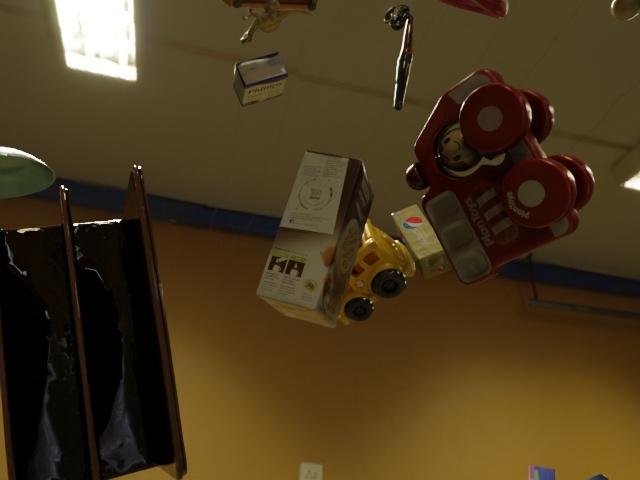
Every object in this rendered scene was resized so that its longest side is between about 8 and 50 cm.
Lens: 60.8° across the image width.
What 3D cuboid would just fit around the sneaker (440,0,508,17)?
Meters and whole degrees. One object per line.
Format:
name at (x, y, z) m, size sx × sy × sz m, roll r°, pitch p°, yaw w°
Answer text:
sneaker at (0.106, -0.284, 0.409) m, size 0.103 × 0.111 × 0.252 m, roll 32°, pitch 4°, yaw 30°

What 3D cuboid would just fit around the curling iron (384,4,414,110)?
curling iron at (0.170, -0.395, 1.176) m, size 0.068 × 0.274 × 0.035 m, roll 5°, pitch -21°, yaw -3°

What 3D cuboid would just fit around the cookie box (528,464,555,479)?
cookie box at (0.336, 0.416, 0.832) m, size 0.040 × 0.092 × 0.107 m, roll 2°, pitch -57°, yaw 19°

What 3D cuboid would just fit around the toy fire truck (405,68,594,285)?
toy fire truck at (0.265, -0.103, 0.882) m, size 0.254 × 0.302 × 0.169 m, roll -33°, pitch -10°, yaw 36°

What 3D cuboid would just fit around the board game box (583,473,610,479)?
board game box at (0.494, 0.526, 0.861) m, size 0.042 × 0.243 × 0.165 m, roll -11°, pitch 11°, yaw -16°

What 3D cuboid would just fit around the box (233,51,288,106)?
box at (-0.168, -0.444, 1.513) m, size 0.126 × 0.072 × 0.137 m, roll -21°, pitch -6°, yaw -15°

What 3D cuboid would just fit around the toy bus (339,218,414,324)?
toy bus at (0.072, 0.058, 1.262) m, size 0.211 × 0.149 × 0.220 m, roll 39°, pitch -69°, yaw -25°

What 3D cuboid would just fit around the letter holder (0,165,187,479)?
letter holder at (-0.242, 0.097, 0.550) m, size 0.152 × 0.301 × 0.214 m, roll -6°, pitch -14°, yaw -26°

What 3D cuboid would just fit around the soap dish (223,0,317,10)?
soap dish at (-0.115, -0.707, 1.404) m, size 0.291 × 0.118 × 0.229 m, roll -8°, pitch -24°, yaw -21°

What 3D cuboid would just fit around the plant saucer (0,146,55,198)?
plant saucer at (-0.550, -0.119, 0.909) m, size 0.195 × 0.037 × 0.195 m, roll -11°, pitch -12°, yaw -2°

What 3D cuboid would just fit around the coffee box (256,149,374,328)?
coffee box at (0.000, 0.000, 0.876) m, size 0.098 × 0.246 × 0.141 m, roll 12°, pitch -16°, yaw 18°

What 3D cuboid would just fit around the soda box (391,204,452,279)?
soda box at (0.210, 0.000, 1.147) m, size 0.061 × 0.181 × 0.058 m, roll -22°, pitch -56°, yaw 2°

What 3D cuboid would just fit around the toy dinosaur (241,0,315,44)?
toy dinosaur at (-0.111, -0.519, 1.251) m, size 0.183 × 0.053 × 0.092 m, roll -23°, pitch -29°, yaw 2°

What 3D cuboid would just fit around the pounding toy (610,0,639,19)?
pounding toy at (0.627, -0.450, 0.928) m, size 0.237 × 0.110 × 0.183 m, roll 1°, pitch -34°, yaw 29°
